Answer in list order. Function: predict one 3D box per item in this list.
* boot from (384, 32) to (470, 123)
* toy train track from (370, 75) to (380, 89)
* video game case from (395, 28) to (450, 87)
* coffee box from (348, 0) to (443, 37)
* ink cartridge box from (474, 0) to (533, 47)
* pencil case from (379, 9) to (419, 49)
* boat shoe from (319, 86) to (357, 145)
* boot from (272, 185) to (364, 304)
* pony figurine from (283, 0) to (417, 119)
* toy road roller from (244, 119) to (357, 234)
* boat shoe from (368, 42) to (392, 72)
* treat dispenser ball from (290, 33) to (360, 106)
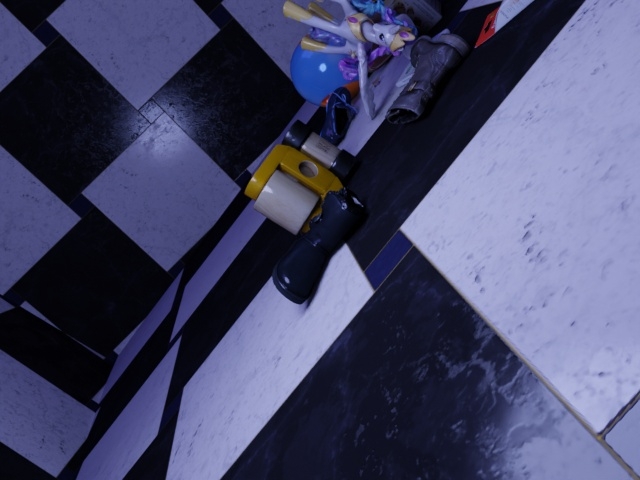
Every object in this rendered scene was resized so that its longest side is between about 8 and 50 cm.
[{"bbox_3d":[0.229,-0.382,1.481,0.229,0.091,0.263,-54,17,-2],"label":"boot"},{"bbox_3d":[0.182,-0.522,2.094,0.083,0.014,0.048,-59,22,0],"label":"toy train track"},{"bbox_3d":[0.288,-0.514,1.736,0.157,0.019,0.143,-57,15,-12],"label":"video game case"},{"bbox_3d":[0.224,-0.760,1.940,0.168,0.297,0.119,-42,22,36],"label":"coffee box"},{"bbox_3d":[0.408,-0.528,1.354,0.179,0.045,0.145,-31,27,51],"label":"ink cartridge box"},{"bbox_3d":[0.245,-0.632,1.872,0.070,0.151,0.064,-15,48,44],"label":"pencil case"},{"bbox_3d":[0.075,-0.418,2.064,0.089,0.109,0.258,-26,47,47],"label":"boat shoe"},{"bbox_3d":[0.000,0.000,1.309,0.207,0.094,0.246,-51,8,25],"label":"boot"},{"bbox_3d":[0.111,-0.551,1.718,0.303,0.363,0.351,-64,-17,-5],"label":"pony figurine"},{"bbox_3d":[-0.065,-0.131,1.631,0.329,0.202,0.240,-59,3,-40],"label":"toy road roller"},{"bbox_3d":[0.253,-0.737,2.156,0.324,0.123,0.116,-57,17,-6],"label":"boat shoe"},{"bbox_3d":[0.030,-0.647,2.307,0.288,0.288,0.288,-49,16,18],"label":"treat dispenser ball"}]
